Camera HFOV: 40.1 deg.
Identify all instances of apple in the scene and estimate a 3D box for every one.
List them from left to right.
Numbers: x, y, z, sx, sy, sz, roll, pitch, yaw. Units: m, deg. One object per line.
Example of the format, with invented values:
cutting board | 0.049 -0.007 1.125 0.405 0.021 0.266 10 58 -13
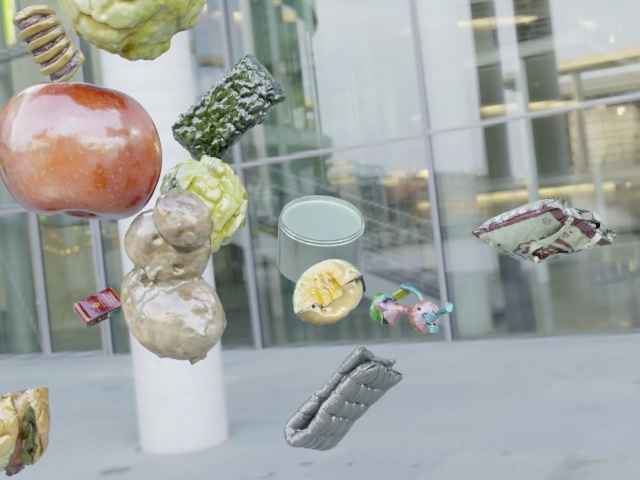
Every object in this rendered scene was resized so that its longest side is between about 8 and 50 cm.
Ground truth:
apple | -0.513 -0.184 1.871 0.348 0.277 0.348 0 -5 0

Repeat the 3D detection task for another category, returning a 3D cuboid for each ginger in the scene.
ginger | -0.262 0.048 1.523 0.155 0.304 0.244 -12 22 -32

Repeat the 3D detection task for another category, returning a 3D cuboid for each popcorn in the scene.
popcorn | -0.358 -0.524 1.787 0.292 0.334 0.293 1 -37 44
popcorn | -0.318 -0.106 2.372 0.237 0.293 0.293 16 -7 -17

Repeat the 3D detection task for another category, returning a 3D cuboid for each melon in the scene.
melon | 0.020 0.105 1.841 0.160 0.128 0.079 -32 -47 6

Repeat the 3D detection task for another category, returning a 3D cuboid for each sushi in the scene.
sushi | -0.273 -0.383 2.633 0.352 0.178 0.294 -42 7 9

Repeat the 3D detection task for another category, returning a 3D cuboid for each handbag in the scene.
handbag | 0.482 -0.014 1.902 0.213 0.127 0.235 22 -22 -32

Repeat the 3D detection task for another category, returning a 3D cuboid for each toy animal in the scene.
toy animal | 0.200 0.149 1.922 0.100 0.103 0.208 8 0 -34

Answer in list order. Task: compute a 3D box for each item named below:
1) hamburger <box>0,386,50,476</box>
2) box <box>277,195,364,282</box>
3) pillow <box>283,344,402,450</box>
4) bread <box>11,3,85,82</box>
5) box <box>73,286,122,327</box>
hamburger | -0.774 0.485 2.198 0.162 0.209 0.330 1 -12 -35
box | 0.000 0.000 2.320 0.226 0.149 0.226 3 33 -2
pillow | 0.060 0.425 2.320 0.326 0.101 0.228 -45 -31 7
bread | -0.757 -0.544 2.435 0.134 0.225 0.081 -24 17 19
box | -0.417 0.126 1.651 0.082 0.051 0.023 -27 -33 -33
